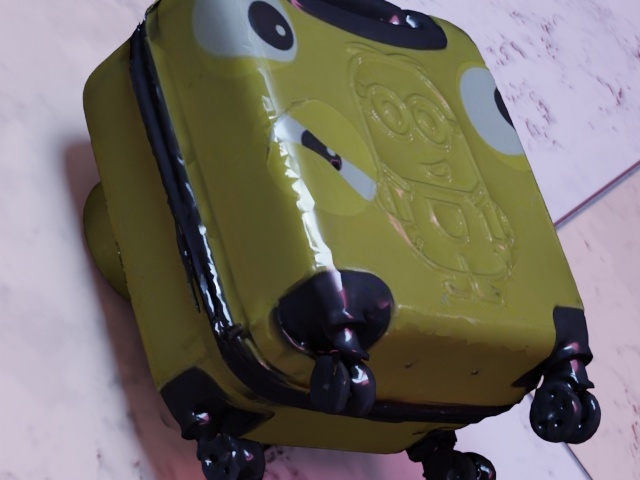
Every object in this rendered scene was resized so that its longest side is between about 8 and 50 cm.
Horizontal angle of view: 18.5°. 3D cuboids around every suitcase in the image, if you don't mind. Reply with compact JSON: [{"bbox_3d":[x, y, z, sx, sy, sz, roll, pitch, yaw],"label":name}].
[{"bbox_3d":[0.000,0.000,0.890,0.194,0.143,0.234,11,52,-45],"label":"suitcase"}]
